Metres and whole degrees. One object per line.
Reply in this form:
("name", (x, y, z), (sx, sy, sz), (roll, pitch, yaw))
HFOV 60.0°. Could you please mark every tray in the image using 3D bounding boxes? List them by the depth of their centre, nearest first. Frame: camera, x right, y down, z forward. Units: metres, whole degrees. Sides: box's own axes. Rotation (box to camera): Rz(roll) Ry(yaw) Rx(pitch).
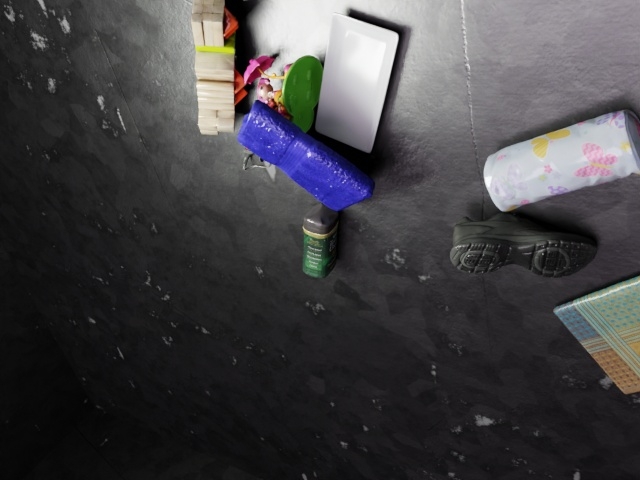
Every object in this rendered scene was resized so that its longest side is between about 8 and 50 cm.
("tray", (0.073, -0.323, 1.155), (0.145, 0.030, 0.270), (25, 134, 15))

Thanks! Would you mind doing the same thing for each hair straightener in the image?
("hair straightener", (-0.134, -0.237, 1.350), (0.089, 0.047, 0.230), (41, 136, 1))

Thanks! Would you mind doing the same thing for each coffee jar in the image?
("coffee jar", (0.000, 0.000, 1.409), (0.079, 0.096, 0.184), (18, 132, 19))

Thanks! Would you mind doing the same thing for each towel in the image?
("towel", (0.705, 0.172, 1.105), (0.271, 0.040, 0.370), (49, 137, -6))
("towel", (-0.040, -0.171, 1.214), (0.308, 0.076, 0.228), (33, 174, -8))

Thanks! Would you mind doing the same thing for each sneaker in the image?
("sneaker", (0.407, -0.004, 1.122), (0.287, 0.130, 0.109), (5, 136, 4))

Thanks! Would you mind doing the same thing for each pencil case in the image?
("pencil case", (0.434, -0.135, 0.995), (0.273, 0.113, 0.124), (-18, 120, 42))

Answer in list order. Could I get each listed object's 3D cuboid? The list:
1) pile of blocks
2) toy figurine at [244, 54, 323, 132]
("pile of blocks", (-0.220, -0.396, 1.258), (0.113, 0.148, 0.362), (3, 139, -7))
("toy figurine", (-0.094, -0.333, 1.210), (0.159, 0.130, 0.173), (27, 132, 30))
